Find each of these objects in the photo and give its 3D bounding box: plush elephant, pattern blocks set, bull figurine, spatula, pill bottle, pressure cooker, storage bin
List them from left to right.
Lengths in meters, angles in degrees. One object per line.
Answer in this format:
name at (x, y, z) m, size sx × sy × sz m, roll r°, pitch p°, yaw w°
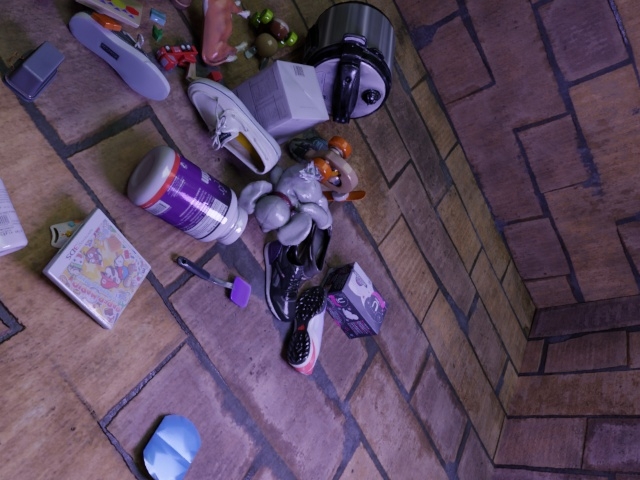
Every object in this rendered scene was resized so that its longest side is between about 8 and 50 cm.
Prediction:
pill bottle at (-0.720, -0.075, 1.083) m, size 0.131 × 0.131 × 0.229 m, roll -26°, pitch 98°, yaw -51°
storage bin at (-0.696, -0.425, 1.269) m, size 0.098 × 0.091 × 0.135 m, roll 44°, pitch 47°, yaw -31°
pattern blocks set at (-0.592, -0.665, 1.450) m, size 0.324 × 0.026 × 0.286 m, roll 25°, pitch 37°, yaw -24°
pill bottle at (-0.367, -0.115, 1.479) m, size 0.323 × 0.181 × 0.182 m, roll 35°, pitch 53°, yaw -38°
spatula at (-0.317, 0.120, 1.574) m, size 0.296 × 0.030 × 0.084 m, roll 34°, pitch 55°, yaw -39°
bull figurine at (-0.328, -0.742, 1.736) m, size 0.188 × 0.101 × 0.311 m, roll -12°, pitch 121°, yaw -52°
plush elephant at (-0.119, -0.115, 1.726) m, size 0.255 × 0.330 × 0.272 m, roll -41°, pitch 83°, yaw -13°
pressure cooker at (0.119, -0.707, 2.116) m, size 0.369 × 0.375 × 0.421 m, roll 36°, pitch 51°, yaw -41°

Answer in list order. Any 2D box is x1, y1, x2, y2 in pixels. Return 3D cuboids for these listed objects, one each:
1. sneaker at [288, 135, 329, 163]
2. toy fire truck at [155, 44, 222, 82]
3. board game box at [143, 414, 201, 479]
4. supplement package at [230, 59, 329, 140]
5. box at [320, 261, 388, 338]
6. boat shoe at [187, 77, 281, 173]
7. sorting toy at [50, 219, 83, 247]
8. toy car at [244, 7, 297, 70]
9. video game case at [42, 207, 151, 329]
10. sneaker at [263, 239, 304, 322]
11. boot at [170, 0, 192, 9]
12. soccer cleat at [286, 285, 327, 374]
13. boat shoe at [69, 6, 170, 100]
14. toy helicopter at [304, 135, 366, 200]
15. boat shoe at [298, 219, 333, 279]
sneaker at (-0.031, -0.359, 2.057) m, size 0.267 × 0.101 × 0.106 m, roll 12°, pitch 46°, yaw -47°
toy fire truck at (-0.419, -0.555, 1.664) m, size 0.192 × 0.047 × 0.135 m, roll -30°, pitch 92°, yaw -51°
board game box at (-0.389, 0.538, 1.342) m, size 0.133 × 0.033 × 0.169 m, roll 49°, pitch 39°, yaw -20°
supplement package at (-0.151, -0.463, 1.793) m, size 0.199 × 0.262 × 0.198 m, roll -14°, pitch 87°, yaw -51°
box at (0.127, 0.229, 1.976) m, size 0.247 × 0.142 × 0.163 m, roll 53°, pitch 43°, yaw -24°
boat shoe at (-0.296, -0.346, 1.654) m, size 0.367 × 0.135 × 0.156 m, roll 46°, pitch 41°, yaw -16°
sorting toy at (-0.616, -0.013, 1.267) m, size 0.075 × 0.045 × 0.083 m, roll -4°, pitch 79°, yaw -31°
toy car at (-0.209, -0.743, 1.966) m, size 0.155 × 0.149 × 0.189 m, roll 32°, pitch 83°, yaw -35°
video game case at (-0.540, 0.071, 1.286) m, size 0.227 × 0.026 × 0.206 m, roll 62°, pitch 38°, yaw -39°
sneaker at (-0.112, 0.130, 1.740) m, size 0.107 × 0.124 × 0.284 m, roll -1°, pitch 78°, yaw -50°
boot at (-0.430, -0.924, 1.746) m, size 0.112 × 0.115 × 0.306 m, roll 21°, pitch 61°, yaw -43°
soccer cleat at (-0.037, 0.307, 1.804) m, size 0.116 × 0.108 × 0.318 m, roll 65°, pitch 31°, yaw -47°
boat shoe at (-0.547, -0.529, 1.471) m, size 0.306 × 0.113 × 0.105 m, roll 35°, pitch 44°, yaw -18°
toy helicopter at (0.011, -0.222, 1.840) m, size 0.140 × 0.355 × 0.235 m, roll -50°, pitch 117°, yaw -21°
boat shoe at (0.000, 0.000, 1.942) m, size 0.112 × 0.095 × 0.335 m, roll 43°, pitch 48°, yaw -32°
